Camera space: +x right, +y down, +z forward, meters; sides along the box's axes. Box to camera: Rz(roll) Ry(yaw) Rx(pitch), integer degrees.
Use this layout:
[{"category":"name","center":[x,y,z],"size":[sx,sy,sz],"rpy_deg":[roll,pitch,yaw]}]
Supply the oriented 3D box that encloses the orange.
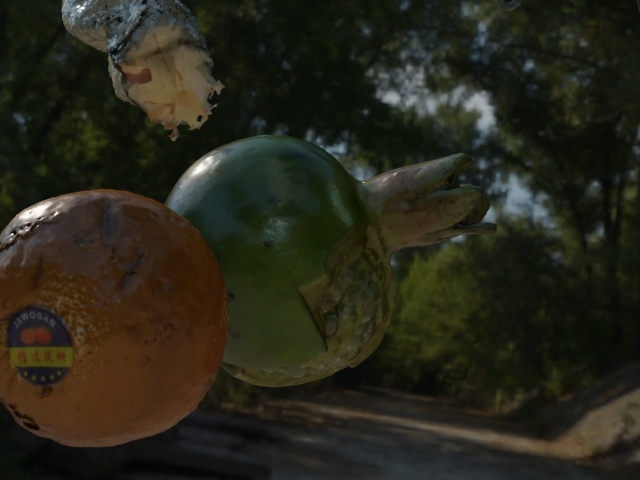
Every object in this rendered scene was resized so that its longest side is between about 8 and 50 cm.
[{"category":"orange","center":[-0.110,0.038,0.579],"size":[0.135,0.136,0.117],"rpy_deg":[4,15,30]}]

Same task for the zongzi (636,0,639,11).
[{"category":"zongzi","center":[0.440,-0.070,0.894],"size":[0.356,0.393,0.174],"rpy_deg":[-11,-3,-14]}]

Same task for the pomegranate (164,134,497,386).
[{"category":"pomegranate","center":[0.000,0.000,0.979],"size":[0.301,0.236,0.236],"rpy_deg":[-28,-10,6]}]

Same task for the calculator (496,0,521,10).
[{"category":"calculator","center":[0.160,-0.307,0.875],"size":[0.141,0.246,0.045],"rpy_deg":[8,16,16]}]

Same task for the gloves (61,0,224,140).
[{"category":"gloves","center":[-0.128,-0.140,0.779],"size":[0.153,0.070,0.114],"rpy_deg":[38,-15,45]}]
